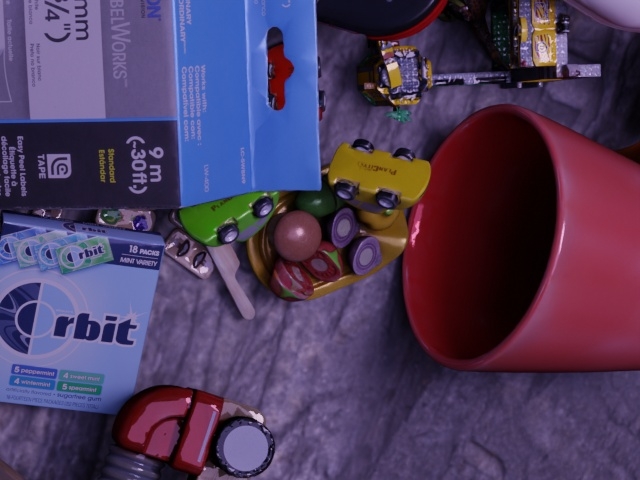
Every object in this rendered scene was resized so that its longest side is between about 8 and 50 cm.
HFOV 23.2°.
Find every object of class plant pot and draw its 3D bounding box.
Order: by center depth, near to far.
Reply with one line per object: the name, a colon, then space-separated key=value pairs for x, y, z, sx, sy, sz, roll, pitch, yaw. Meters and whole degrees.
plant pot: x=0.253 y=0.016 z=1.573 sx=0.243 sy=0.275 sz=0.275 roll=12 pitch=90 yaw=-27

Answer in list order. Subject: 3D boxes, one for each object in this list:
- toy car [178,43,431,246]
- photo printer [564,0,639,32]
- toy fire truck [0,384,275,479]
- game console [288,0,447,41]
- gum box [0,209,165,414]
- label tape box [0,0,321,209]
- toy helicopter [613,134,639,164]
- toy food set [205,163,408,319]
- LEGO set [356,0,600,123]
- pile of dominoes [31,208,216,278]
toy car: x=-0.038 y=-0.064 z=1.521 sx=0.225 sy=0.053 sz=0.239 roll=-36 pitch=61 yaw=-14
photo printer: x=0.249 y=-0.342 z=1.414 sx=0.307 sy=0.107 sz=0.256 roll=22 pitch=71 yaw=-43
toy fire truck: x=-0.195 y=0.231 z=1.485 sx=0.246 sy=0.158 sz=0.217 roll=19 pitch=83 yaw=-11
game console: x=0.005 y=-0.404 z=1.489 sx=0.342 sy=0.060 sz=0.387 roll=19 pitch=87 yaw=12
gum box: x=-0.245 y=0.072 z=1.504 sx=0.157 sy=0.041 sz=0.184 roll=9 pitch=107 yaw=-17
label tape box: x=-0.174 y=-0.154 z=1.429 sx=0.333 sy=0.106 sz=0.241 roll=0 pitch=100 yaw=9
toy helicopter: x=0.378 y=-0.168 z=1.557 sx=0.140 sy=0.355 sz=0.235 roll=31 pitch=95 yaw=14
toy food set: x=0.000 y=0.000 z=1.574 sx=0.218 sy=0.071 sz=0.128 roll=-24 pitch=105 yaw=-19
LEGO set: x=0.159 y=-0.276 z=1.548 sx=0.255 sy=0.192 sz=0.331 roll=5 pitch=91 yaw=-17
pile of dominoes: x=-0.164 y=-0.098 z=1.543 sx=0.196 sy=0.040 sz=0.251 roll=15 pitch=89 yaw=-17
